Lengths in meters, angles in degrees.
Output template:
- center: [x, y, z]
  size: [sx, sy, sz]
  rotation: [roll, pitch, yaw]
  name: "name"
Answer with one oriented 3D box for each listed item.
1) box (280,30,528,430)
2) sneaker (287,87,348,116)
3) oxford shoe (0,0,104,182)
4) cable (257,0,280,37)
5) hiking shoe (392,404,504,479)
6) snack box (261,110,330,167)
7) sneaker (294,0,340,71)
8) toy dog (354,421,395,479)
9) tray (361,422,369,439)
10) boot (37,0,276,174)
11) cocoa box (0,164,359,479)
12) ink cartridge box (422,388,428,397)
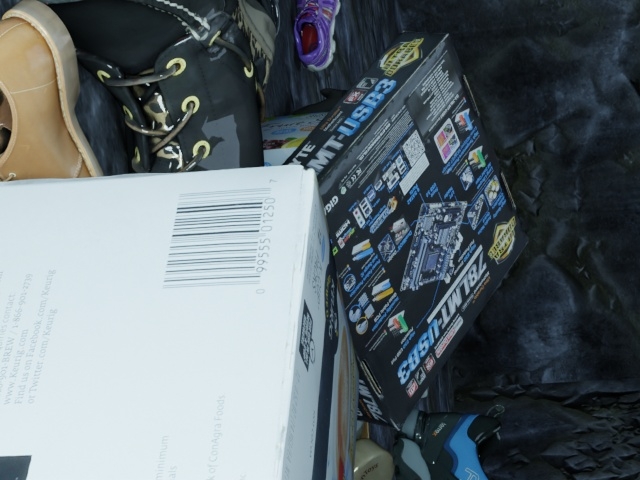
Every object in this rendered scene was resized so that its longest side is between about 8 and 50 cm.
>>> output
- center: [0.080, -0.011, 1.406]
  size: [0.295, 0.073, 0.293]
  rotation: [-51, 133, -29]
  name: "box"
- center: [-0.007, -0.114, 1.861]
  size: [0.286, 0.130, 0.109]
  rotation: [-49, 153, -46]
  name: "sneaker"
- center: [-0.198, -0.055, 0.933]
  size: [0.076, 0.076, 0.212]
  rotation: [-44, 140, -36]
  name: "oxford shoe"
- center: [-0.077, -0.291, 1.495]
  size: [0.184, 0.047, 0.150]
  rotation: [75, 21, -62]
  name: "cable"
- center: [0.152, 0.326, 1.523]
  size: [0.113, 0.132, 0.304]
  rotation: [69, 17, -64]
  name: "hiking shoe"
- center: [-0.007, -0.097, 1.546]
  size: [0.174, 0.207, 0.070]
  rotation: [-60, 145, -70]
  name: "snack box"
- center: [-0.008, -0.338, 2.042]
  size: [0.071, 0.068, 0.170]
  rotation: [26, 61, -72]
  name: "sneaker"
- center: [-0.021, 0.166, 1.533]
  size: [0.161, 0.220, 0.333]
  rotation: [-27, 114, -37]
  name: "toy dog"
- center: [0.021, 0.354, 1.894]
  size: [0.203, 0.076, 0.411]
  rotation: [46, 40, -73]
  name: "tray"
- center: [-0.126, -0.075, 1.106]
  size: [0.377, 0.138, 0.284]
  rotation: [22, 67, -77]
  name: "boot"
- center: [-0.108, 0.159, 0.823]
  size: [0.228, 0.231, 0.347]
  rotation: [75, 15, -48]
  name: "cocoa box"
- center: [0.028, 0.059, 1.704]
  size: [0.114, 0.197, 0.273]
  rotation: [-67, 151, -65]
  name: "ink cartridge box"
